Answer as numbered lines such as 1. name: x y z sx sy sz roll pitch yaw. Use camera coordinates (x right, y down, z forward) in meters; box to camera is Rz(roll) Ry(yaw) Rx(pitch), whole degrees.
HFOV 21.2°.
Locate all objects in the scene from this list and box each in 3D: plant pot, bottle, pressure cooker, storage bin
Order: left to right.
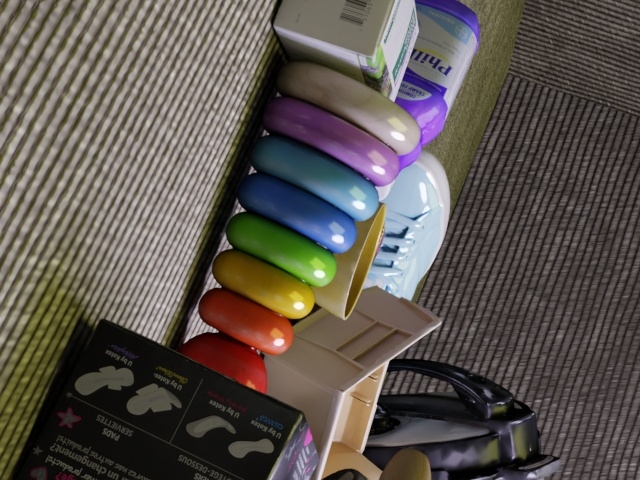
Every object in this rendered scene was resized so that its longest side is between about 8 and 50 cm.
1. plant pot: 0.005 0.008 1.859 0.134 0.095 0.134 19 90 -82
2. storage bin: 0.017 0.219 2.127 0.260 0.123 0.262 -29 140 -52
3. bottle: 0.093 -0.166 1.962 0.092 0.118 0.283 103 10 -53
4. pressure cooker: 0.148 0.377 2.448 0.375 0.370 0.420 -134 -142 -82

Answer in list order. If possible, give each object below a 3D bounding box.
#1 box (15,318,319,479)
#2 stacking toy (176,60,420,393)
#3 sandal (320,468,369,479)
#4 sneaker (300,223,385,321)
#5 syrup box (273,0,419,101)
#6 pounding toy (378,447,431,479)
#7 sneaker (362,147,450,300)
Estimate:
1. box: -0.106 0.173 1.247 0.247 0.163 0.142 81 34 -75
2. stacking toy: -0.043 0.013 1.510 0.330 0.141 0.141 -63 172 -4
3. sandal: -0.041 0.372 1.973 0.303 0.086 0.120 -37 -163 32
4. sneaker: 0.026 0.045 2.218 0.185 0.069 0.084 -59 167 -16
5. syrup box: 0.028 -0.191 1.537 0.237 0.096 0.093 52 58 -80
6. pounding toy: 0.017 0.287 1.232 0.154 0.155 0.269 -59 171 -50
7. sneaker: 0.086 0.043 2.367 0.150 0.135 0.366 -65 170 -55
